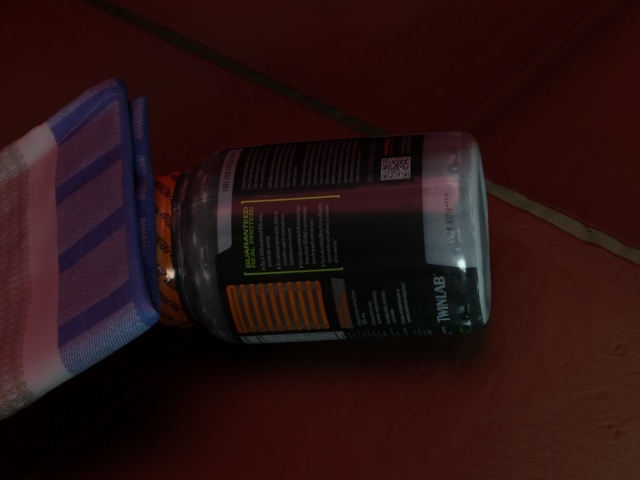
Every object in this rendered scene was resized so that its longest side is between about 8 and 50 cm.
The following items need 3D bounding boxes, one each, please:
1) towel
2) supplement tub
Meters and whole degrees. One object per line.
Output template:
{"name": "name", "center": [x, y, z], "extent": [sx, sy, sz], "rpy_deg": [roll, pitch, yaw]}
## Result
{"name": "towel", "center": [-0.215, 0.037, 0.784], "extent": [0.285, 0.034, 0.209], "rpy_deg": [-30, 41, 16]}
{"name": "supplement tub", "center": [0.000, 0.000, 0.785], "extent": [0.190, 0.117, 0.117], "rpy_deg": [-3, 43, 10]}
